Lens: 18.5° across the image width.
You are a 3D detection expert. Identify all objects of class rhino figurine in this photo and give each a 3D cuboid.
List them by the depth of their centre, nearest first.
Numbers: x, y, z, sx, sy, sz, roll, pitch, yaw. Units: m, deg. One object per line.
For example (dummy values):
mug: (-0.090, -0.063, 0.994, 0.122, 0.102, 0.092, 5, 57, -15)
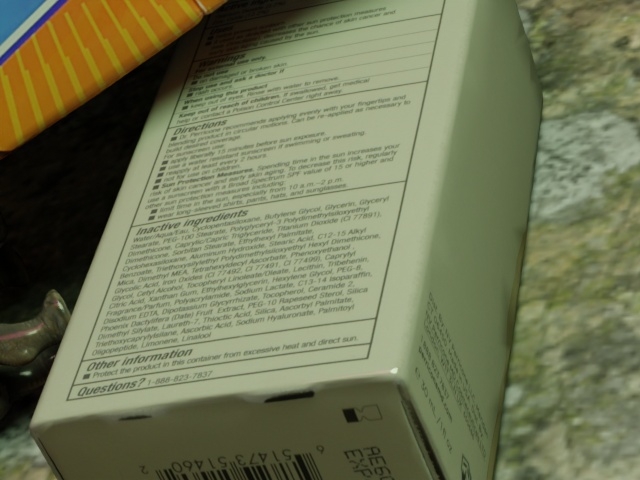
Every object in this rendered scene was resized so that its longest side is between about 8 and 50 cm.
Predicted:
rhino figurine: (-0.200, 0.024, 0.980, 0.106, 0.073, 0.243, -28, 34, -12)

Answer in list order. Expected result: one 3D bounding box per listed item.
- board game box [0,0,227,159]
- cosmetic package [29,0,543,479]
board game box: (-0.177, -0.274, 0.976, 0.356, 0.356, 0.356, -36, 16, 1)
cosmetic package: (0.000, 0.000, 0.866, 0.160, 0.113, 0.309, -8, 37, 20)
